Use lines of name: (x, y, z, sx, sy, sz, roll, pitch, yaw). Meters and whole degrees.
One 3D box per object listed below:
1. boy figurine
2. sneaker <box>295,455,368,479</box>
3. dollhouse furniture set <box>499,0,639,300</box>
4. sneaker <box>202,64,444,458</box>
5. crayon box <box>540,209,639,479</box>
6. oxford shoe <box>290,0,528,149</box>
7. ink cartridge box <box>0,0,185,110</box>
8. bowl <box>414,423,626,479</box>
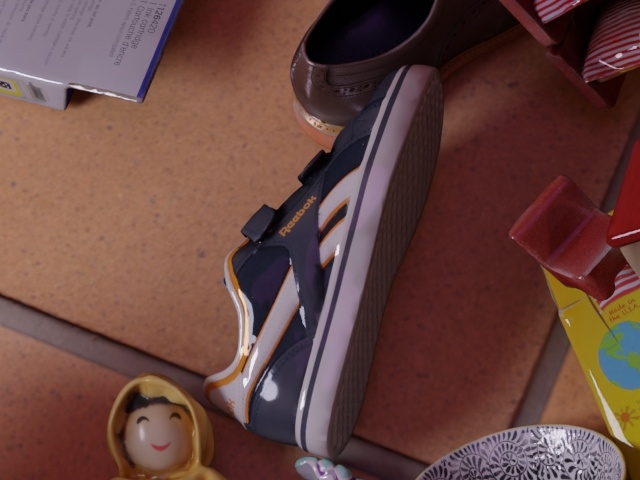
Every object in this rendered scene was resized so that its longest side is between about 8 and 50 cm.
boy figurine: (-0.109, 0.235, 1.183, 0.177, 0.092, 0.285, -3, 70, 8)
sneaker: (0.014, 0.211, 1.206, 0.098, 0.038, 0.069, 24, 71, 15)
dollhouse furniture set: (0.224, -0.125, 1.162, 0.152, 0.201, 0.374, 45, 48, -23)
sneaker: (0.000, 0.000, 1.238, 0.127, 0.126, 0.321, 14, 75, 19)
crayon box: (0.311, 0.104, 1.150, 0.202, 0.081, 0.319, -32, 64, 27)
oxford shoe: (0.118, -0.229, 1.328, 0.130, 0.133, 0.364, 38, 76, 19)
ink cartridge box: (-0.244, -0.271, 1.424, 0.307, 0.072, 0.304, 16, 69, 10)
bowl: (0.148, 0.213, 1.154, 0.170, 0.170, 0.080, -19, 111, -2)
